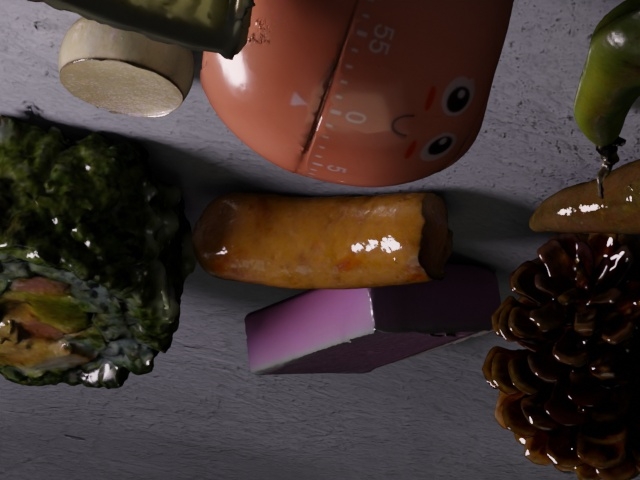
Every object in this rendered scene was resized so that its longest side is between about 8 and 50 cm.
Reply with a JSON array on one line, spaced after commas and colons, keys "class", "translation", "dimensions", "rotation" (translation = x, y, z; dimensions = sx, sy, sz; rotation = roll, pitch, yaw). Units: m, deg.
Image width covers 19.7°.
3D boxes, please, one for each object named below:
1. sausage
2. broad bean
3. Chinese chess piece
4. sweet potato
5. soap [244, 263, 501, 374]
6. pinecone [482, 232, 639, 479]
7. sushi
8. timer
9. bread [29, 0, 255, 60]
[{"class": "sausage", "translation": [0.000, -0.002, 1.887], "dimensions": [0.270, 0.109, 0.109], "rotation": [1, 157, 19]}, {"class": "broad bean", "translation": [0.252, -0.137, 1.509], "dimensions": [0.075, 0.067, 0.325], "rotation": [38, 163, 10]}, {"class": "Chinese chess piece", "translation": [-0.172, -0.156, 1.639], "dimensions": [0.122, 0.051, 0.122], "rotation": [8, 160, 3]}, {"class": "sweet potato", "translation": [0.294, -0.043, 1.711], "dimensions": [0.077, 0.077, 0.243], "rotation": [28, 160, -39]}, {"class": "soap", "translation": [0.055, 0.091, 2.061], "dimensions": [0.181, 0.081, 0.259], "rotation": [1, 166, -33]}, {"class": "pinecone", "translation": [0.287, 0.110, 1.873], "dimensions": [0.246, 0.246, 0.292], "rotation": [3, 147, 15]}, {"class": "sushi", "translation": [-0.282, 0.017, 1.936], "dimensions": [0.294, 0.178, 0.352], "rotation": [3, 154, 9]}, {"class": "timer", "translation": [0.029, -0.153, 1.325], "dimensions": [0.214, 0.230, 0.229], "rotation": [11, 158, -3]}, {"class": "bread", "translation": [-0.151, -0.315, 1.026], "dimensions": [0.345, 0.242, 0.405], "rotation": [11, 162, -12]}]
